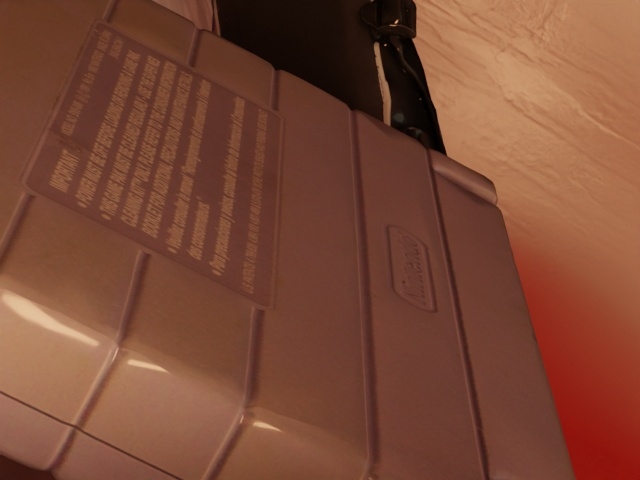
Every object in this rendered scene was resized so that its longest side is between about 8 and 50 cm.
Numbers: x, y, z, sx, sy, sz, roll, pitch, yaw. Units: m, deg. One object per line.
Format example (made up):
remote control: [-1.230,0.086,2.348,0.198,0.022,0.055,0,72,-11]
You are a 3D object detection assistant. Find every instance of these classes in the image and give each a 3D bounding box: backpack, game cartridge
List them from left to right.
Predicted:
game cartridge: [-0.034,0.004,0.675,0.355,0.230,0.068,-89,-157,-71]
backpack: [0.000,0.000,1.129,0.253,0.191,0.225,59,20,-53]
